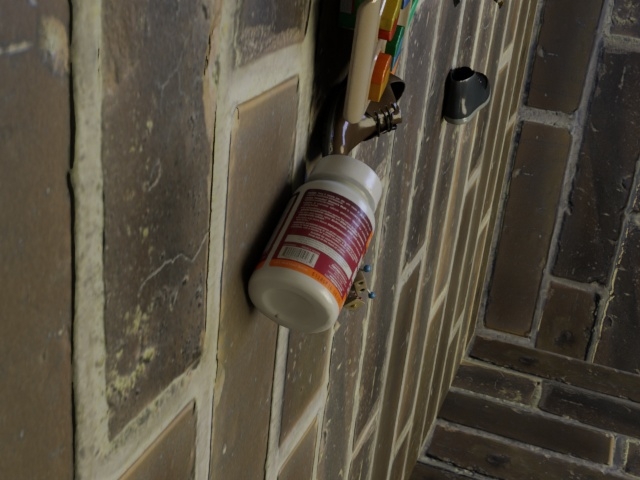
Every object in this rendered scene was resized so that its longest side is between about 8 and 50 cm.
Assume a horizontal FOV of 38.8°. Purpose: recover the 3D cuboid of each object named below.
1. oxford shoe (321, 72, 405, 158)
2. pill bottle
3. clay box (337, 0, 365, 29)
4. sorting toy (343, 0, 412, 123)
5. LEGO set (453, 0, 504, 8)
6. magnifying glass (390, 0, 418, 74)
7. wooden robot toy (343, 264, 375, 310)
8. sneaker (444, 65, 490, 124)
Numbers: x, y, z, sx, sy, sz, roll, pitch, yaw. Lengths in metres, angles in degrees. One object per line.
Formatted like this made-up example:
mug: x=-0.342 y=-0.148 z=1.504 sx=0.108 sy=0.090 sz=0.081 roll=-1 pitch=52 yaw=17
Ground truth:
oxford shoe: x=0.065 y=-0.181 z=1.304 sx=0.083 sy=0.096 sz=0.227 roll=90 pitch=23 yaw=-45
pill bottle: x=0.000 y=0.000 z=1.180 sx=0.121 sy=0.121 sz=0.221 roll=83 pitch=26 yaw=-51
clay box: x=0.087 y=-0.396 z=1.272 sx=0.222 sy=0.053 sz=0.128 roll=-60 pitch=161 yaw=-48
sorting toy: x=0.091 y=-0.284 z=1.227 sx=0.193 sy=0.038 sz=0.208 roll=98 pitch=16 yaw=-45
LEGO set: x=0.172 y=-0.466 z=1.204 sx=0.192 sy=0.254 sz=0.331 roll=-55 pitch=-172 yaw=52
magnifying glass: x=0.125 y=-0.328 z=1.410 sx=0.231 sy=0.026 sz=0.092 roll=107 pitch=9 yaw=-58
wooden robot toy: x=0.040 y=0.046 z=1.497 sx=0.173 sy=0.076 sz=0.079 roll=76 pitch=-4 yaw=-57
sneaker: x=0.357 y=-0.373 z=2.146 sx=0.222 sy=0.083 sz=0.118 roll=-56 pitch=154 yaw=-48
